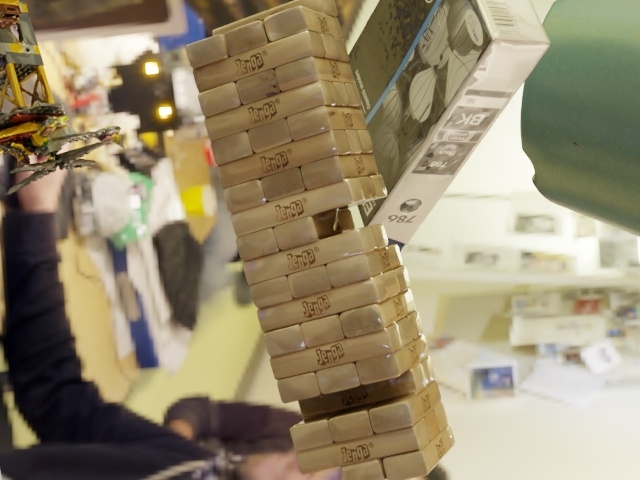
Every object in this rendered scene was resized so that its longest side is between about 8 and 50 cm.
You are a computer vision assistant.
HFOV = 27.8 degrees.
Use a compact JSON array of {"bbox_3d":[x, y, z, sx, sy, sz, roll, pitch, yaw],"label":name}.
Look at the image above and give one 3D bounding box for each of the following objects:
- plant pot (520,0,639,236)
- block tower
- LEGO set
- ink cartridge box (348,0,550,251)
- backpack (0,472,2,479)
[{"bbox_3d":[0.388,-0.114,1.191,0.341,0.334,0.341,-23,121,-44],"label":"plant pot"},{"bbox_3d":[0.000,0.000,0.899,0.097,0.090,0.336,-13,88,-72],"label":"block tower"},{"bbox_3d":[-0.335,-0.049,0.977,0.255,0.331,0.192,-1,69,-60],"label":"LEGO set"},{"bbox_3d":[0.082,-0.129,1.180,0.333,0.065,0.165,120,-39,-48],"label":"ink cartridge box"},{"bbox_3d":[-0.419,0.198,1.164,0.273,0.290,0.355,28,21,-24],"label":"backpack"}]
